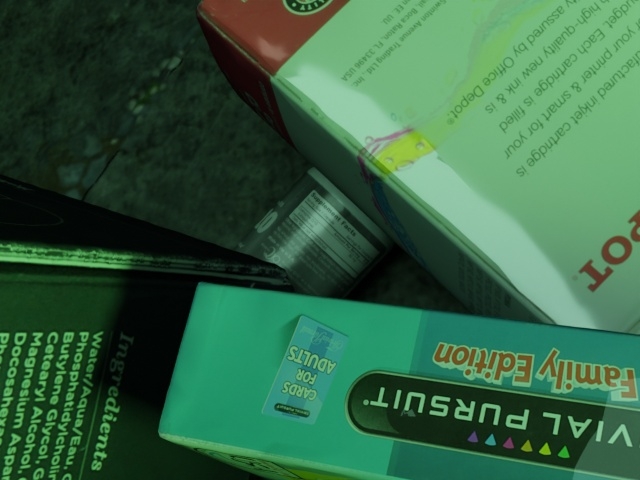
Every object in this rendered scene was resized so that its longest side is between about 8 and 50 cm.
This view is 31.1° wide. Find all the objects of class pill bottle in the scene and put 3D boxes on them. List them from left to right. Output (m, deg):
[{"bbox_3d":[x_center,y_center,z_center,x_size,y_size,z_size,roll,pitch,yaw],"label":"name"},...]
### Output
[{"bbox_3d":[0.000,0.000,0.768,0.137,0.078,0.078,-46,57,1],"label":"pill bottle"}]

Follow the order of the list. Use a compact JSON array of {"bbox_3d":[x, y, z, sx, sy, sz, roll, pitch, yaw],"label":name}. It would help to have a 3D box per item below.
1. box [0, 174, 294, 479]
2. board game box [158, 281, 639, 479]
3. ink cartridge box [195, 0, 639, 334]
[{"bbox_3d":[-0.357,0.078,0.636,0.479,0.471,0.298,17,96,31],"label":"box"},{"bbox_3d":[0.132,0.112,0.553,0.336,0.254,0.079,6,72,27],"label":"board game box"},{"bbox_3d":[0.115,-0.090,0.668,0.226,0.131,0.306,-43,72,-8],"label":"ink cartridge box"}]
